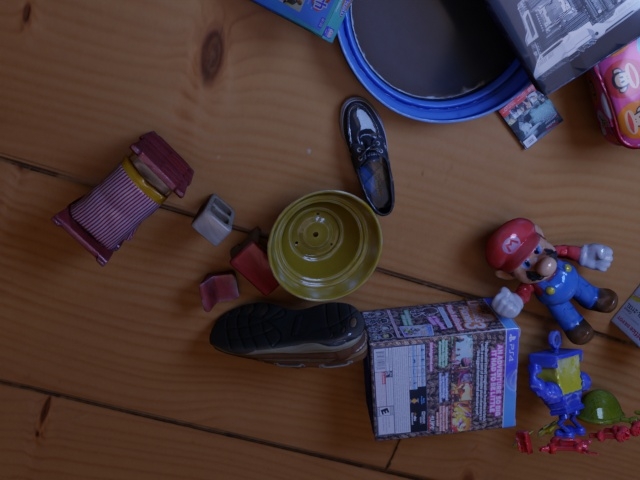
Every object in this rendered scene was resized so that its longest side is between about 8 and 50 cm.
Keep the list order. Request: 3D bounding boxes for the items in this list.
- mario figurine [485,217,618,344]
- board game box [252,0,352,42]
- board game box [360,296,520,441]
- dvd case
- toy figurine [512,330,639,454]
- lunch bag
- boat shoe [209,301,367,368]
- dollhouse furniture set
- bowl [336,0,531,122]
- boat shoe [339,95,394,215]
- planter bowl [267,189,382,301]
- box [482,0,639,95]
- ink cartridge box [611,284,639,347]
[{"bbox_3d":[0.449,0.080,1.112,0.321,0.198,0.170,36,144,-22],"label":"mario figurine"},{"bbox_3d":[-0.038,-0.433,0.913,0.210,0.047,0.160,34,108,16],"label":"board game box"},{"bbox_3d":[0.239,0.261,1.189,0.291,0.141,0.231,-5,111,-2],"label":"board game box"},{"bbox_3d":[0.385,-0.241,1.080,0.087,0.013,0.119,-40,107,11],"label":"dvd case"},{"bbox_3d":[0.534,0.288,1.189,0.363,0.191,0.217,-2,78,-37],"label":"toy figurine"},{"bbox_3d":[0.581,-0.319,0.970,0.258,0.120,0.293,-20,98,16],"label":"lunch bag"},{"bbox_3d":[-0.061,0.200,1.125,0.324,0.122,0.119,-3,132,25],"label":"boat shoe"},{"bbox_3d":[-0.252,0.004,1.055,0.201,0.152,0.374,-41,108,11],"label":"dollhouse furniture set"},{"bbox_3d":[0.214,-0.398,0.976,0.392,0.077,0.390,-1,110,-3],"label":"bowl"},{"bbox_3d":[0.090,-0.148,1.061,0.080,0.076,0.228,-13,111,1],"label":"boat shoe"},{"bbox_3d":[0.000,0.000,1.096,0.217,0.090,0.217,-5,109,-14],"label":"planter bowl"},{"bbox_3d":[0.363,-0.416,0.868,0.243,0.076,0.307,-32,106,19],"label":"box"},{"bbox_3d":[0.702,0.141,1.182,0.072,0.127,0.175,28,106,-12],"label":"ink cartridge box"}]
